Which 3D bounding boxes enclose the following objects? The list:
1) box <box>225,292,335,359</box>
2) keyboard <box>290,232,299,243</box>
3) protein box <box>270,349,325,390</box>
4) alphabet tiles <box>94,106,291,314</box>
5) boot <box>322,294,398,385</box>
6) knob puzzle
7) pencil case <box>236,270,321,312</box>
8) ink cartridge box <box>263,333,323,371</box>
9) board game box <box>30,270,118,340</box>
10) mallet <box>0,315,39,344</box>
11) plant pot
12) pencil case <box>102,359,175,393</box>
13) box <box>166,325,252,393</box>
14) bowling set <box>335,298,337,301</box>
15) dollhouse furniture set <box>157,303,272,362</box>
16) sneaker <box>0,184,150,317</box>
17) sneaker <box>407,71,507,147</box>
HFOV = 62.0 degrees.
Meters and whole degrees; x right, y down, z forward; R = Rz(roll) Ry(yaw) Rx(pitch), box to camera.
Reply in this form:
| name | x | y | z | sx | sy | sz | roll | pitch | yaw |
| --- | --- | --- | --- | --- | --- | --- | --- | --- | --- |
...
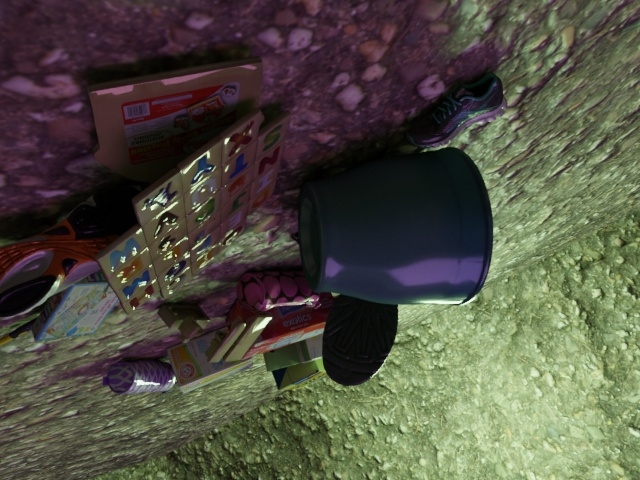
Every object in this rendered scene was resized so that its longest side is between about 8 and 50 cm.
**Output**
| name | x | y | z | sx | sy | sz | roll | pitch | yaw |
| --- | --- | --- | --- | --- | --- | --- | --- | --- | --- |
| box | -0.095 | 0.196 | 1.357 | 0.257 | 0.122 | 0.128 | -12 | 157 | -32 |
| keyboard | 0.000 | 0.000 | 1.101 | 0.100 | 0.038 | 0.192 | -25 | 160 | 0 |
| protein box | -0.076 | 0.339 | 1.633 | 0.136 | 0.199 | 0.201 | -27 | 161 | 6 |
| alphabet tiles | -0.154 | -0.027 | 0.699 | 0.285 | 0.011 | 0.342 | -43 | 172 | -23 |
| boot | 0.103 | 0.192 | 1.305 | 0.146 | 0.366 | 0.445 | 16 | 161 | 6 |
| knob puzzle | -0.157 | -0.126 | 0.596 | 0.213 | 0.030 | 0.213 | -23 | 160 | -9 |
| pencil case | -0.087 | 0.116 | 1.202 | 0.095 | 0.098 | 0.209 | -38 | 156 | 33 |
| ink cartridge box | -0.063 | 0.253 | 1.470 | 0.056 | 0.171 | 0.235 | -26 | 164 | 39 |
| board game box | -0.393 | 0.106 | 0.878 | 0.154 | 0.026 | 0.103 | -46 | 153 | 27 |
| mallet | -0.523 | 0.166 | 0.902 | 0.190 | 0.039 | 0.062 | -27 | 160 | -8 |
| plant pot | 0.101 | -0.016 | 0.888 | 0.256 | 0.271 | 0.271 | -4 | 155 | -13 |
| pencil case | -0.464 | 0.356 | 1.392 | 0.088 | 0.086 | 0.206 | -6 | 164 | 16 |
| box | -0.297 | 0.318 | 1.442 | 0.203 | 0.114 | 0.103 | -19 | 159 | -15 |
| bowling set | 0.106 | 0.302 | 1.784 | 0.154 | 0.199 | 0.287 | -18 | 163 | -24 |
| dollhouse furniture set | -0.220 | 0.157 | 1.119 | 0.123 | 0.151 | 0.144 | -52 | 154 | 11 |
| sneaker | -0.309 | 0.005 | 0.692 | 0.263 | 0.099 | 0.121 | -26 | -172 | -21 |
| sneaker | 0.207 | -0.204 | 0.817 | 0.167 | 0.065 | 0.076 | -28 | 144 | -2 |
